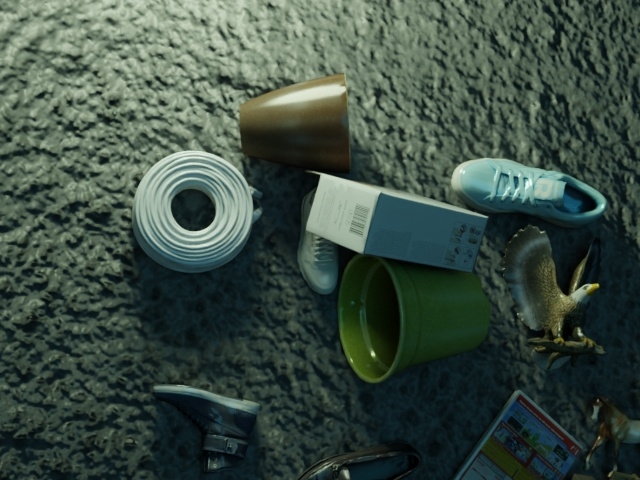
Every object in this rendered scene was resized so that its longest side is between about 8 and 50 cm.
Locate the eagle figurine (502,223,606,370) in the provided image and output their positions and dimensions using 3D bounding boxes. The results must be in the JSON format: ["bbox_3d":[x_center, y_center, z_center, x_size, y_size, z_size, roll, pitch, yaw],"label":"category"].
[{"bbox_3d":[0.556,0.132,2.020,0.226,0.225,0.298,45,32,-44],"label":"eagle figurine"}]

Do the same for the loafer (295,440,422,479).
[{"bbox_3d":[0.074,0.500,1.867,0.302,0.095,0.109,-18,86,-16],"label":"loafer"}]

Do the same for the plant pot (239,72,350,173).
[{"bbox_3d":[-0.056,-0.244,1.904,0.230,0.215,0.216,-4,83,0],"label":"plant pot"}]

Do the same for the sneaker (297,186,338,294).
[{"bbox_3d":[0.000,0.000,1.924,0.090,0.095,0.235,-5,85,-16],"label":"sneaker"}]

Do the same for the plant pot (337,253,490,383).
[{"bbox_3d":[0.210,0.155,1.885,0.253,0.276,0.276,-2,82,-26],"label":"plant pot"}]

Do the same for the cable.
[{"bbox_3d":[-0.267,-0.060,1.867,0.257,0.089,0.257,32,76,-8],"label":"cable"}]

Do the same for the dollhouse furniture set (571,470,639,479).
[{"bbox_3d":[0.639,0.598,1.958,0.151,0.123,0.144,15,102,-15],"label":"dollhouse furniture set"}]

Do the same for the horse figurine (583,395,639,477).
[{"bbox_3d":[0.726,0.471,2.052,0.263,0.066,0.175,16,84,-9],"label":"horse figurine"}]

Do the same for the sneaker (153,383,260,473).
[{"bbox_3d":[-0.248,0.387,1.808,0.226,0.086,0.164,18,75,-12],"label":"sneaker"}]

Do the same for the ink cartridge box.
[{"bbox_3d":[0.141,-0.043,1.853,0.309,0.271,0.130,10,98,-36],"label":"ink cartridge box"}]

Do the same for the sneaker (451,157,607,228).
[{"bbox_3d":[0.491,-0.122,2.035,0.365,0.150,0.135,10,79,-12],"label":"sneaker"}]

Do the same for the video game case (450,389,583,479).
[{"bbox_3d":[0.437,0.509,1.980,0.204,0.025,0.285,42,71,-2],"label":"video game case"}]
